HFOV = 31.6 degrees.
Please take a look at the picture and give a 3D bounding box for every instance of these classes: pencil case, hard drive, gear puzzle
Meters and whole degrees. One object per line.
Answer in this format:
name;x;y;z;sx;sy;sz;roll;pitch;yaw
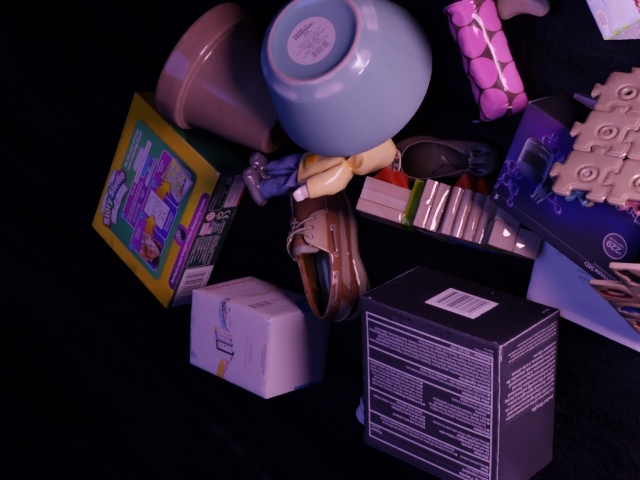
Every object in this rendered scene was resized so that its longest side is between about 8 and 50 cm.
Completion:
pencil case;0.265;-0.298;1.840;0.095;0.098;0.209;-18;104;5
hard drive;0.461;-0.030;1.765;0.233;0.047;0.353;26;115;38
gear puzzle;0.458;-0.168;1.599;0.175;0.339;0.044;13;148;33

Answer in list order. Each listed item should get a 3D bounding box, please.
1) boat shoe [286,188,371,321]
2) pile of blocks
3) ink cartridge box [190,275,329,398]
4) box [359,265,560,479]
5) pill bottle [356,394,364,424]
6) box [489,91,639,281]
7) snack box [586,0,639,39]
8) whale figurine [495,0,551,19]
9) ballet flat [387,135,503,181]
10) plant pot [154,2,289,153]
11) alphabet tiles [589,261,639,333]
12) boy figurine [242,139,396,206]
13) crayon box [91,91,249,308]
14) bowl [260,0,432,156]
boat shoe;0.000;0.000;2.156;0.122;0.120;0.324;-23;82;43
pile of blocks;0.228;-0.058;1.942;0.362;0.149;0.113;16;86;33
ink cartridge box;-0.125;0.189;2.275;0.232;0.171;0.168;18;110;41
box;0.231;0.234;1.918;0.296;0.182;0.294;19;120;40
pill bottle;0.117;0.298;2.139;0.067;0.067;0.120;52;128;24
box;0.403;-0.074;1.698;0.261;0.103;0.184;41;133;32
snack box;0.442;-0.376;1.605;0.070;0.207;0.175;-31;76;42
whale figurine;0.302;-0.490;1.792;0.216;0.141;0.272;4;124;49
ballet flat;0.203;-0.140;1.980;0.249;0.058;0.084;6;101;43
plant pot;-0.152;-0.288;2.181;0.229;0.263;0.263;37;123;13
alphabet tiles;0.544;0.115;1.550;0.285;0.342;0.011;3;64;43
boy figurine;-0.001;-0.135;2.059;0.285;0.177;0.092;-13;123;30
crayon box;-0.332;-0.090;2.466;0.313;0.106;0.363;44;125;30
bowl;0.022;-0.317;1.956;0.311;0.163;0.312;-9;68;23
